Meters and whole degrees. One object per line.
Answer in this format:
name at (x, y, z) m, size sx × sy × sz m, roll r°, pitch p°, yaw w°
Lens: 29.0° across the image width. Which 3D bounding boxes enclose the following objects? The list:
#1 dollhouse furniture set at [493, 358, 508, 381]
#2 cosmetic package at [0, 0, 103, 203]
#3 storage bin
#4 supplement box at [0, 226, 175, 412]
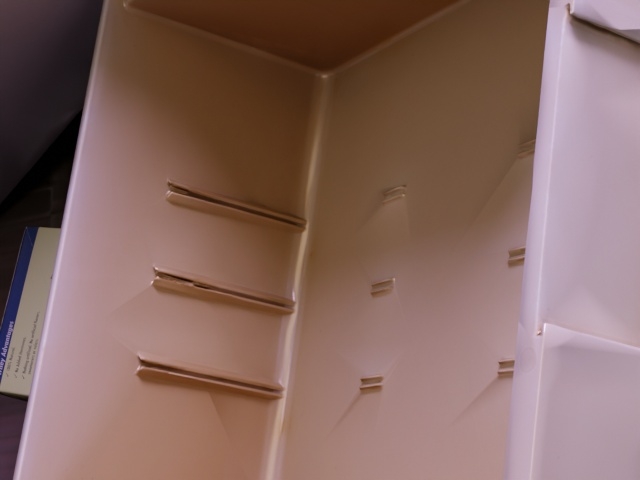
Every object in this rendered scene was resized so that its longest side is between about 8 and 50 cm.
dollhouse furniture set at (0.068, 0.097, 0.468) m, size 0.114 × 0.081 × 0.091 m, roll -45°, pitch 59°, yaw 8°
cosmetic package at (-0.158, -0.205, 0.599) m, size 0.385 × 0.156 × 0.217 m, roll -42°, pitch 59°, yaw 28°
storage bin at (0.000, 0.000, 0.447) m, size 0.260 × 0.123 × 0.262 m, roll -19°, pitch 59°, yaw 59°
supplement box at (-0.102, 0.041, 0.592) m, size 0.083 × 0.056 × 0.083 m, roll 4°, pitch 76°, yaw 29°
